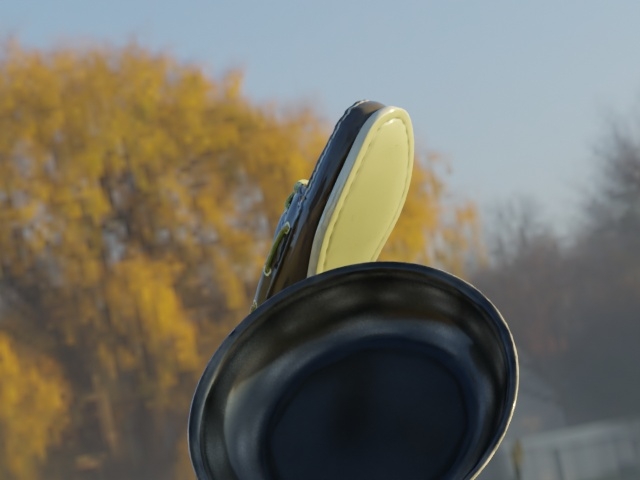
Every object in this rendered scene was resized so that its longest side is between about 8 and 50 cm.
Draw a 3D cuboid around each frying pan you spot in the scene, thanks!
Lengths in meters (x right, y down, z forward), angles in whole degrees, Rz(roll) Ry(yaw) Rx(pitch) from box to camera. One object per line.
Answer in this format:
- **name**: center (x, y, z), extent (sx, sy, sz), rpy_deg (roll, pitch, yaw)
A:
- **frying pan**: center (0.062, 0.123, 1.057), extent (0.197, 0.326, 0.053), rpy_deg (-43, -41, -16)

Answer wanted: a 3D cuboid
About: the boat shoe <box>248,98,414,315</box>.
- **boat shoe**: center (0.000, 0.000, 1.285), extent (0.069, 0.227, 0.081), rpy_deg (36, 34, 31)
